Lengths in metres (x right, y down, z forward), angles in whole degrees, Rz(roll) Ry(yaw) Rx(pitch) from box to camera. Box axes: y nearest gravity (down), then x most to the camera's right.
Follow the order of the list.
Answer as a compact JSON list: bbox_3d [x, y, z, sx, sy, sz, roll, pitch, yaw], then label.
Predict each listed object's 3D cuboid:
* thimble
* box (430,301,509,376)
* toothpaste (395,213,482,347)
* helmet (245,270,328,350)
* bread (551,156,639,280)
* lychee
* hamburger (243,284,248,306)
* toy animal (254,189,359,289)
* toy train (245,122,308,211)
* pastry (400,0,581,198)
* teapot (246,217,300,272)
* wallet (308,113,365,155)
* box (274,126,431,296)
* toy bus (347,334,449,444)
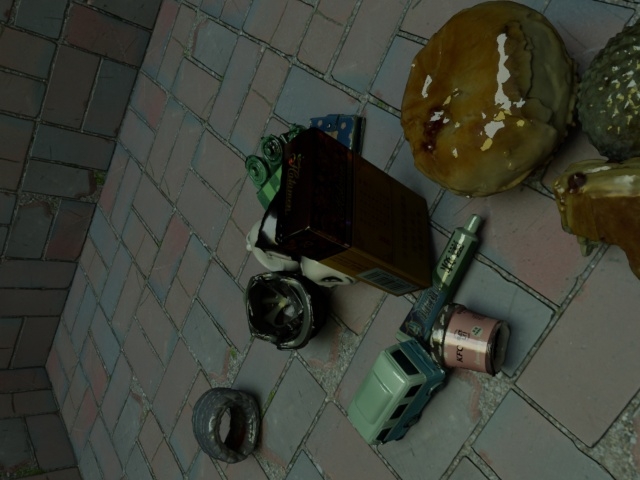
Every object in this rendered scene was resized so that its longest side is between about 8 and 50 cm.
[{"bbox_3d":[-0.317,0.614,1.721,0.172,0.205,0.236,-11,101,49],"label":"thimble"},{"bbox_3d":[0.338,0.225,1.143,0.135,0.151,0.151,11,93,36],"label":"box"},{"bbox_3d":[0.293,0.109,1.256,0.099,0.061,0.391,38,114,37],"label":"toothpaste"},{"bbox_3d":[-0.079,0.203,1.543,0.306,0.177,0.224,11,99,39],"label":"helmet"},{"bbox_3d":[0.602,-0.010,0.837,0.370,0.192,0.314,7,131,57],"label":"bread"},{"bbox_3d":[0.583,-0.255,0.884,0.256,0.274,0.255,-4,73,14],"label":"lychee"},{"bbox_3d":[-0.204,0.198,1.752,0.133,0.063,0.140,-49,51,25],"label":"hamburger"},{"bbox_3d":[0.000,0.000,1.405,0.310,0.251,0.250,23,104,7],"label":"toy animal"},{"bbox_3d":[-0.096,-0.212,1.585,0.238,0.167,0.299,58,143,5],"label":"toy train"},{"bbox_3d":[0.358,-0.295,1.104,0.410,0.245,0.408,-3,86,57],"label":"pastry"},{"bbox_3d":[-0.136,0.008,1.639,0.298,0.139,0.204,15,141,36],"label":"teapot"},{"bbox_3d":[0.040,-0.318,1.573,0.202,0.059,0.140,9,89,46],"label":"wallet"},{"bbox_3d":[0.088,-0.054,1.201,0.116,0.416,0.264,-23,54,42],"label":"box"},{"bbox_3d":[0.172,0.380,1.260,0.133,0.165,0.271,49,128,37],"label":"toy bus"}]
